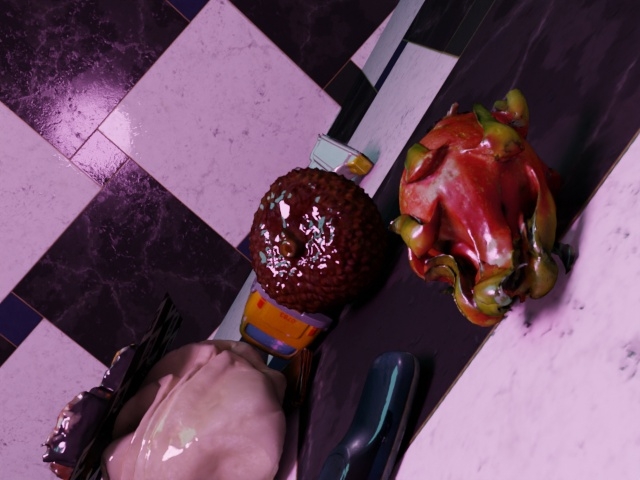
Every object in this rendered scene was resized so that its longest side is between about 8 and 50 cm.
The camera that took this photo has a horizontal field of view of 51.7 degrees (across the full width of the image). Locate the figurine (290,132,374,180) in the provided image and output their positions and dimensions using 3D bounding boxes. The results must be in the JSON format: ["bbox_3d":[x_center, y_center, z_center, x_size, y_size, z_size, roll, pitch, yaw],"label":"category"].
[{"bbox_3d":[-0.026,-0.068,1.308,0.308,0.143,0.308,-52,-8,-10],"label":"figurine"}]

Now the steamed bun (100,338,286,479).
[{"bbox_3d":[-0.179,0.262,0.895,0.289,0.203,0.276,-114,47,-70],"label":"steamed bun"}]

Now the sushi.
[{"bbox_3d":[-0.288,0.206,0.915,0.294,0.059,0.292,116,179,-71],"label":"sushi"}]

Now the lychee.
[{"bbox_3d":[-0.001,0.004,0.853,0.194,0.194,0.194,-59,10,16],"label":"lychee"}]

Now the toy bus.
[{"bbox_3d":[-0.046,0.082,1.011,0.136,0.126,0.209,-57,8,30],"label":"toy bus"}]

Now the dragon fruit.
[{"bbox_3d":[0.124,-0.014,0.481,0.175,0.138,0.142,-105,17,-47],"label":"dragon fruit"}]

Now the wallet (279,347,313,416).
[{"bbox_3d":[-0.054,0.225,0.958,0.176,0.026,0.095,126,162,-50],"label":"wallet"}]

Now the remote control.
[{"bbox_3d":[0.028,0.194,0.549,0.222,0.042,0.072,-65,12,-18],"label":"remote control"}]
